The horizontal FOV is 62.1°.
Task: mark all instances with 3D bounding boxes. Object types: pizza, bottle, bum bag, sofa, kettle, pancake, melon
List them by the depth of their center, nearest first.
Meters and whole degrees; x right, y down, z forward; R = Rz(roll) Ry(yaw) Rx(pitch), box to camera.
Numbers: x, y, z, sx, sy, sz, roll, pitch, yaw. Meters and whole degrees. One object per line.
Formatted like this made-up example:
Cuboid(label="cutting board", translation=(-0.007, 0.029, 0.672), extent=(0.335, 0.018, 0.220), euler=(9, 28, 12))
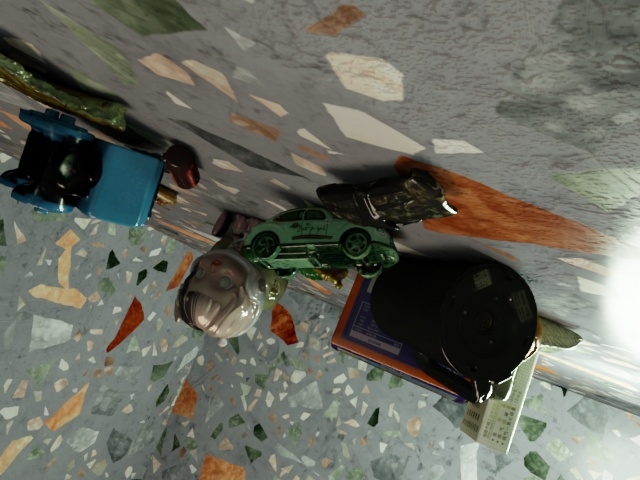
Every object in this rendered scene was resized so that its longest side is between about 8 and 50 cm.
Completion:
Cuboid(label="bum bag", translation=(0.086, -0.051, 0.732), extent=(0.102, 0.069, 0.248), euler=(44, 160, -23))
Cuboid(label="pancake", translation=(-0.490, -0.277, 0.852), extent=(0.377, 0.054, 0.197), euler=(24, 176, -17))
Cuboid(label="bottle", translation=(-0.276, -0.146, 1.055), extent=(0.060, 0.060, 0.164), euler=(23, 170, -4))
Cuboid(label="kettle", translation=(0.259, 0.158, 1.055), extent=(0.262, 0.203, 0.308), euler=(45, 167, -15))
Cuboid(label="sofa", translation=(0.482, 0.297, 1.283), extent=(0.176, 0.225, 0.210), euler=(24, 168, 13))
Cuboid(label="pizza", translation=(-0.524, -0.143, 1.619), extent=(0.188, 0.062, 0.199), euler=(26, 171, -7))
Cuboid(label="melon", translation=(-0.243, 0.105, 1.779), extent=(0.308, 0.272, 0.272), euler=(54, -175, 25))

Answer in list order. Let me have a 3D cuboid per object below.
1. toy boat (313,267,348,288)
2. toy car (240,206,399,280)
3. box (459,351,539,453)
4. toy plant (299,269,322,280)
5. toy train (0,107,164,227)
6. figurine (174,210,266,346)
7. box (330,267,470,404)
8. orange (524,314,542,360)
Cuboid(label="toy boat", translation=(-0.027, 0.023, 1.219), extent=(0.141, 0.099, 0.318), euler=(-9, -164, -26))
Cuboid(label="toy car", translation=(0.000, 0.000, 1.044), extent=(0.306, 0.125, 0.136), euler=(-4, 157, 16))
Cuboid(label="box", translation=(0.504, 0.405, 1.494), extent=(0.095, 0.330, 0.210), euler=(22, 171, 6))
Cuboid(label="toy plant", translation=(0.016, 0.058, 1.404), extent=(0.155, 0.088, 0.240), euler=(-2, 179, 37))
Cuboid(label="toy train", translation=(-0.468, -0.140, 1.058), extent=(0.265, 0.188, 0.300), euler=(16, -176, -40))
Cuboid(label="figurine", translation=(-0.230, 0.105, 1.472), extent=(0.253, 0.361, 0.211), euler=(7, 152, 45))
Cuboid(label="box", translation=(0.237, 0.232, 1.380), extent=(0.349, 0.256, 0.318), euler=(21, 169, 11))
Cuboid(label="orange", translation=(0.397, 0.190, 1.146), extent=(0.157, 0.134, 0.156), euler=(4, 125, 6))
